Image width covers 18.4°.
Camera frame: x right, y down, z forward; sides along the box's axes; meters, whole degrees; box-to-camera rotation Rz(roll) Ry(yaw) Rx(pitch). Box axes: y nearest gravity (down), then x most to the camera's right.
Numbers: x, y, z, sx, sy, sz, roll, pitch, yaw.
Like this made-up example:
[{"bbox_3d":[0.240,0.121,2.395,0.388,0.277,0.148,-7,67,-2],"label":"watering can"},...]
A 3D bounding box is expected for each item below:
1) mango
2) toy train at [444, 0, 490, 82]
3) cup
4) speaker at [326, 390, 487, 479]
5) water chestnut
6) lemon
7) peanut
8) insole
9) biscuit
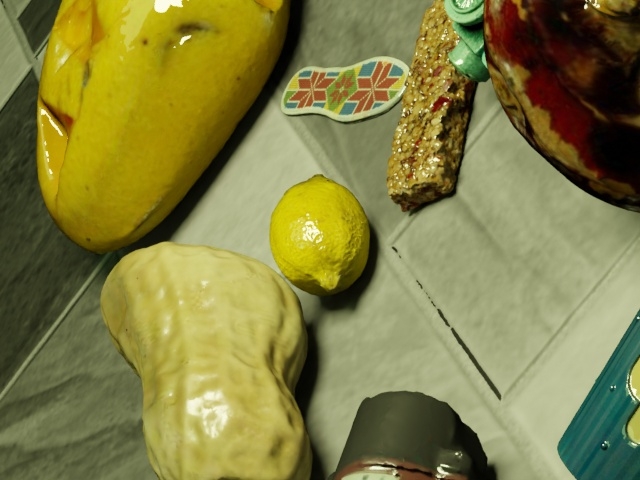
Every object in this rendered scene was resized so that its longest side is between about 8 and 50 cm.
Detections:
[{"bbox_3d":[-0.157,-0.161,1.886,0.253,0.182,0.365,17,89,56],"label":"mango"},{"bbox_3d":[0.201,-0.203,1.474,0.248,0.101,0.159,-52,44,14],"label":"toy train"},{"bbox_3d":[0.237,0.103,1.130,0.176,0.131,0.155,44,105,32],"label":"cup"},{"bbox_3d":[0.052,0.234,1.223,0.259,0.198,0.329,-37,26,54],"label":"speaker"},{"bbox_3d":[0.211,-0.132,1.260,0.223,0.223,0.238,-57,-2,3],"label":"water chestnut"},{"bbox_3d":[0.000,0.000,1.590,0.082,0.082,0.111,-37,43,33],"label":"lemon"},{"bbox_3d":[-0.080,0.102,1.562,0.159,0.143,0.291,-41,39,13],"label":"peanut"},{"bbox_3d":[0.020,-0.134,1.753,0.193,0.006,0.065,7,69,57],"label":"insole"},{"bbox_3d":[0.096,-0.120,1.601,0.064,0.034,0.199,-22,47,44],"label":"biscuit"}]
